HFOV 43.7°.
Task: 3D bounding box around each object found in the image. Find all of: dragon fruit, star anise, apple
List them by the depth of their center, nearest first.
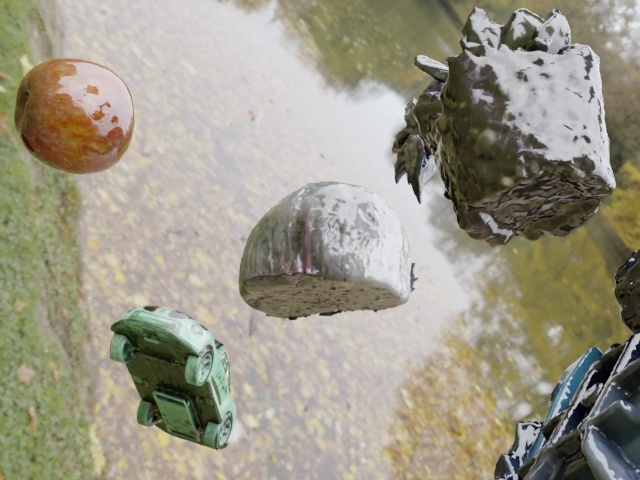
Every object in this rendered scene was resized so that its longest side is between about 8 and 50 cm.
[{"bbox_3d":[0.163,-0.167,1.248,0.061,0.204,0.181,21,9,-30],"label":"star anise"},{"bbox_3d":[-0.403,-0.203,1.301,0.174,0.188,0.188,9,42,-38],"label":"apple"},{"bbox_3d":[0.000,0.000,1.320,0.204,0.283,0.221,48,43,-51],"label":"dragon fruit"}]

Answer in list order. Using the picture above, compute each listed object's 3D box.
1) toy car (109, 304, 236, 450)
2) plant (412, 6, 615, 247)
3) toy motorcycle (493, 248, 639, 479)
[{"bbox_3d":[-0.197,0.186,1.148,0.305,0.136,0.125,85,24,-46],"label":"toy car"},{"bbox_3d":[0.216,-0.144,0.898,0.188,0.199,0.276,91,-6,-58],"label":"plant"},{"bbox_3d":[0.229,0.150,0.452,0.232,0.172,0.416,44,43,8],"label":"toy motorcycle"}]
